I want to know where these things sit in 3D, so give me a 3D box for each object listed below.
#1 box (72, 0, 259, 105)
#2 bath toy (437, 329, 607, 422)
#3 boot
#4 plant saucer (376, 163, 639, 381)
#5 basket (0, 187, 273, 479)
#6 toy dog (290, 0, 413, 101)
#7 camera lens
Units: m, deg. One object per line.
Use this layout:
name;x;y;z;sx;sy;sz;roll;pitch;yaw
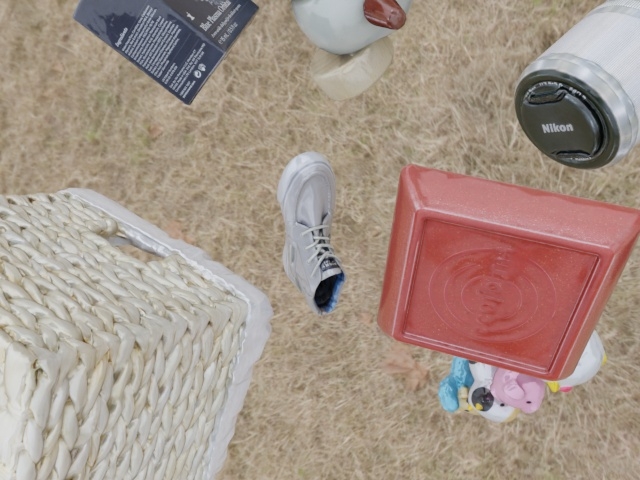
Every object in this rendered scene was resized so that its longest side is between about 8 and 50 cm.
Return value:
box;-0.176;-0.273;0.687;0.158;0.156;0.093;36;128;-17
bath toy;0.322;0.224;0.964;0.129;0.348;0.151;-10;71;-19
boot;0.000;0.000;0.852;0.095;0.258;0.123;-20;51;-18
plant saucer;0.199;0.056;0.668;0.259;0.048;0.259;14;127;13
basket;-0.281;0.145;0.585;0.328;0.266;0.331;27;107;27
toy dog;0.086;-0.277;0.492;0.161;0.220;0.334;37;105;50
camera lens;0.492;-0.273;0.983;0.274;0.219;0.219;-41;70;-14
